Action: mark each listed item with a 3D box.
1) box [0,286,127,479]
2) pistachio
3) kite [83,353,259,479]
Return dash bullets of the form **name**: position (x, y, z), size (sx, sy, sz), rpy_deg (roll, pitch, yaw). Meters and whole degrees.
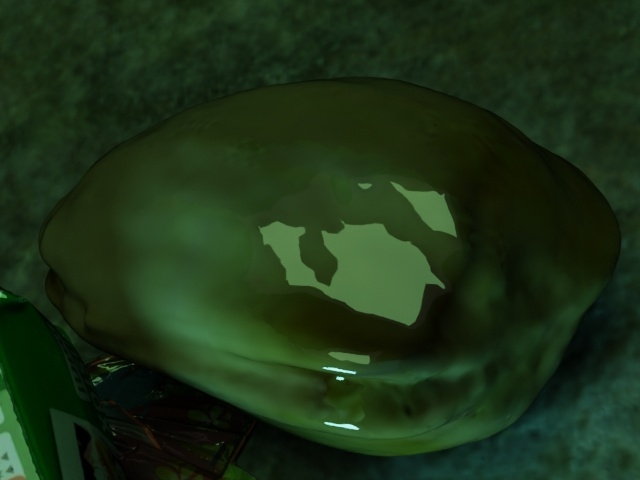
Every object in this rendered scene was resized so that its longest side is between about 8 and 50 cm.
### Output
- **box**: position (-0.161, 0.158, 0.807), size (0.180, 0.103, 0.250), rpy_deg (-23, 73, 2)
- **pistachio**: position (0.000, 0.000, 0.872), size (0.260, 0.162, 0.213), rpy_deg (19, 34, 31)
- **kite**: position (-0.071, 0.095, 0.918), size (0.183, 0.014, 0.241), rpy_deg (24, 66, 28)
